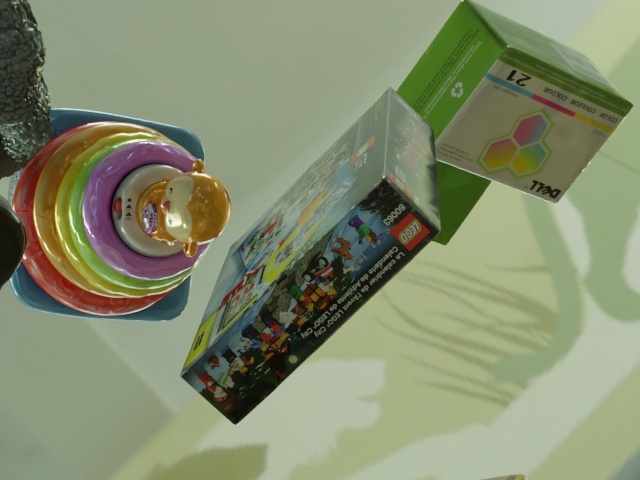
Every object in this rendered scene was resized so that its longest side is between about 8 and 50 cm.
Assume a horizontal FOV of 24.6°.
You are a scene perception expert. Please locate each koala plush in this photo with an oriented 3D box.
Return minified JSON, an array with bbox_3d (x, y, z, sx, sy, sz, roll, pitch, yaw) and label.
[{"bbox_3d":[-0.324,-0.114,1.067,0.221,0.203,0.196,-22,-83,-22],"label":"koala plush"}]

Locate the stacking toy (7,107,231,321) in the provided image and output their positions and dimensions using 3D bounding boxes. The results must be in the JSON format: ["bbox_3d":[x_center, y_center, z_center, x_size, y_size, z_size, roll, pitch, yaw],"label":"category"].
[{"bbox_3d":[-0.135,-0.020,1.126,0.166,0.302,0.175,7,-92,-22],"label":"stacking toy"}]

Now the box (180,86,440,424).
[{"bbox_3d":[0.000,0.000,0.883,0.044,0.233,0.159,44,-75,-10],"label":"box"}]

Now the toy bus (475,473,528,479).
[{"bbox_3d":[0.190,0.421,1.526,0.108,0.130,0.333,-19,-87,-58],"label":"toy bus"}]

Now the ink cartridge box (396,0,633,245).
[{"bbox_3d":[0.152,-0.085,1.447,0.189,0.097,0.255,17,-62,-38],"label":"ink cartridge box"}]

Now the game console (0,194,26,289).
[{"bbox_3d":[-0.234,0.099,0.477,0.293,0.173,0.250,-49,-38,7],"label":"game console"}]
